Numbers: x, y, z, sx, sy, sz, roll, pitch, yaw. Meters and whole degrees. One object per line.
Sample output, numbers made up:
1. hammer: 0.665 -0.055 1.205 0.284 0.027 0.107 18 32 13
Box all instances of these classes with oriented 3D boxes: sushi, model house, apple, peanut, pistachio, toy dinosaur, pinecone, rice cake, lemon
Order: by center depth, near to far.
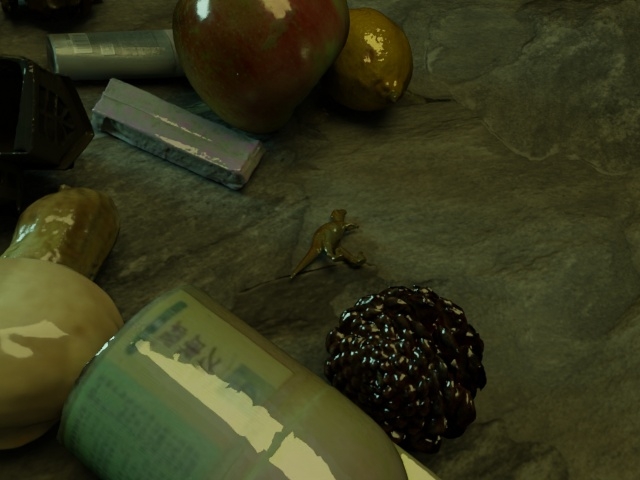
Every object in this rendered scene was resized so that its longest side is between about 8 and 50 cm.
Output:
1. pistachio: -0.382 0.123 0.811 0.318 0.193 0.214 3 91 -9
2. pinecone: 0.121 0.159 0.966 0.221 0.221 0.221 10 47 -11
3. peanut: -0.353 0.009 0.978 0.129 0.129 0.224 17 43 -5
4. model house: -0.444 -0.136 1.036 0.211 0.243 0.204 2 87 6
5. toy dinosaur: 0.000 0.000 1.181 0.162 0.039 0.126 -13 45 -23
6. rice cake: -0.247 -0.180 1.239 0.298 0.050 0.106 23 45 1
7. apple: -0.109 -0.363 1.256 0.277 0.319 0.319 39 46 -9
8. sushi: -0.499 -0.516 1.350 0.204 0.200 0.213 -3 28 -22
9. lemon: 0.086 -0.354 1.420 0.188 0.188 0.257 -6 47 -24

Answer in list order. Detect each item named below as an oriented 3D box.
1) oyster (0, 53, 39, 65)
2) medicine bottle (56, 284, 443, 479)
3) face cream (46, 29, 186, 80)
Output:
1. oyster: -0.541 -0.261 1.199 0.125 0.064 0.177 13 45 -3
2. medicine bottle: -0.056 0.255 0.790 0.406 0.236 0.236 34 47 14
3. face cream: -0.354 -0.340 1.326 0.269 0.073 0.107 -11 63 -28
